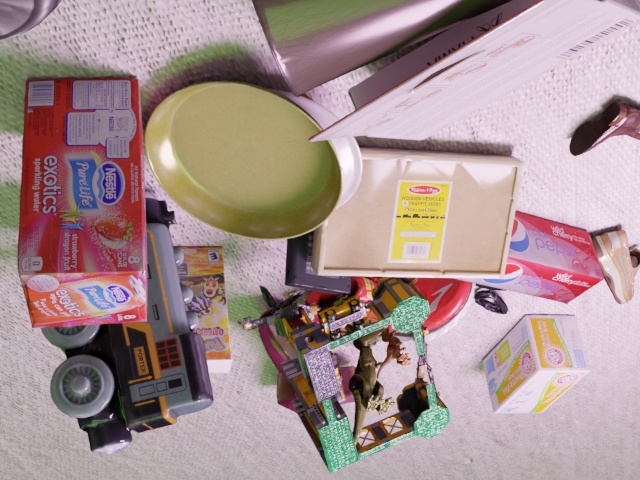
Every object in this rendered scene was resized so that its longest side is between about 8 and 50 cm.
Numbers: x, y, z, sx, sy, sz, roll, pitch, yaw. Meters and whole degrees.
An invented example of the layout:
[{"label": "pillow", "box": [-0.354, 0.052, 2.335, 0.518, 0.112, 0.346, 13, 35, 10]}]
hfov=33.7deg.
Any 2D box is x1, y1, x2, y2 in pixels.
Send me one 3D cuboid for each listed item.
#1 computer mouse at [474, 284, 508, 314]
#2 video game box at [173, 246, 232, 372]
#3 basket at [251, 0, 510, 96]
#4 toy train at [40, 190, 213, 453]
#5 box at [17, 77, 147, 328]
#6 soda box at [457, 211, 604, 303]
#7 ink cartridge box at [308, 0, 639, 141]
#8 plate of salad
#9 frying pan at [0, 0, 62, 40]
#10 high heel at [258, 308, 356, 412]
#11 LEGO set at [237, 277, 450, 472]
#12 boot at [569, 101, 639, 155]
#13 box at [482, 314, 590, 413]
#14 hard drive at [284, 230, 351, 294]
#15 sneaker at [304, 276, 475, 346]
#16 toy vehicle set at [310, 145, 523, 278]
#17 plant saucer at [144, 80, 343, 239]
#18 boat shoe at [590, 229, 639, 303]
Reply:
[{"label": "computer mouse", "box": [0.279, 0.067, 1.704, 0.071, 0.041, 0.242, 10, 161, 14]}, {"label": "video game box", "box": [-0.233, 0.097, 1.481, 0.205, 0.187, 0.048, 0, 150, -13]}, {"label": "basket", "box": [0.056, -0.250, 0.980, 0.227, 0.154, 0.204, -16, 145, 7]}, {"label": "toy train", "box": [-0.253, 0.096, 1.344, 0.190, 0.334, 0.142, -12, 164, -6]}, {"label": "box", "box": [-0.256, -0.043, 1.156, 0.128, 0.257, 0.122, -3, 149, -9]}, {"label": "soda box", "box": [0.289, 0.018, 1.556, 0.263, 0.092, 0.083, 12, 143, -31]}, {"label": "ink cartridge box", "box": [0.154, -0.193, 1.083, 0.296, 0.066, 0.261, -27, 169, 31]}, {"label": "plate of salad", "box": [-0.045, -0.108, 1.282, 0.200, 0.048, 0.200, 9, 137, 9]}, {"label": "frying pan", "box": [-0.304, -0.278, 0.952, 0.197, 0.053, 0.326, 10, 149, -30]}, {"label": "high heel", "box": [-0.066, 0.222, 1.816, 0.181, 0.127, 0.377, -11, 147, 21]}, {"label": "LEGO set", "box": [0.045, 0.167, 1.577, 0.255, 0.192, 0.331, -29, 128, -6]}, {"label": "boot", "box": [0.396, -0.136, 1.373, 0.114, 0.037, 0.106, 6, 151, -31]}, {"label": "box", "box": [0.390, 0.229, 1.932, 0.103, 0.114, 0.203, 2, 148, -17]}, {"label": "hard drive", "box": [0.000, 0.000, 1.417, 0.094, 0.135, 0.022, 11, 164, -29]}, {"label": "sneaker", "box": [0.101, 0.097, 1.638, 0.279, 0.107, 0.118, -16, 142, 23]}, {"label": "toy vehicle set", "box": [0.126, -0.034, 1.383, 0.267, 0.035, 0.166, 2, 108, -16]}, {"label": "plant saucer", "box": [-0.087, -0.098, 1.243, 0.241, 0.037, 0.241, 10, 137, 9]}, {"label": "boat shoe", "box": [0.482, 0.042, 1.678, 0.072, 0.068, 0.190, -27, 146, 11]}]
